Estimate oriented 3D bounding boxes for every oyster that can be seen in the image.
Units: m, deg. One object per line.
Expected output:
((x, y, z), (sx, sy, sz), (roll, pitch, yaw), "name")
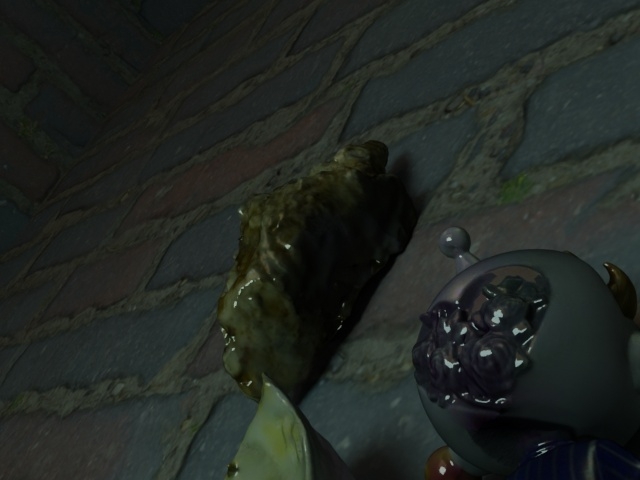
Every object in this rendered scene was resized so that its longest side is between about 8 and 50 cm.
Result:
((0.004, 0.001, 0.904), (0.341, 0.166, 0.110), (-43, 8, -35), "oyster")

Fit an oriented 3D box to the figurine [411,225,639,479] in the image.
((0.121, 0.124, 0.514), (0.194, 0.133, 0.274), (-20, 46, 48), "figurine")

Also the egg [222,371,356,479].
((-0.042, 0.241, 0.567), (0.271, 0.161, 0.206), (-32, -41, -54), "egg")
